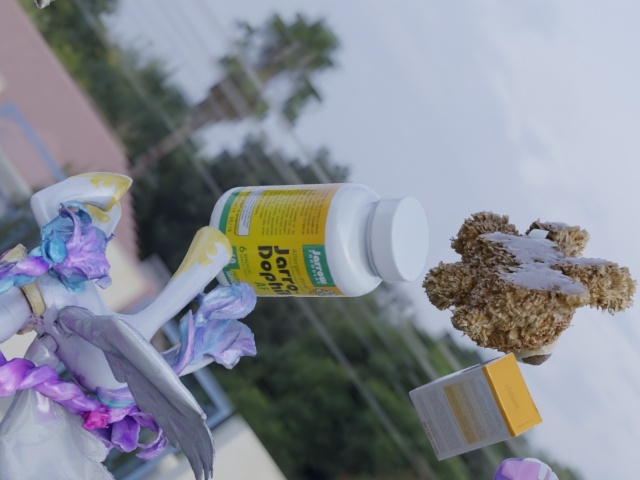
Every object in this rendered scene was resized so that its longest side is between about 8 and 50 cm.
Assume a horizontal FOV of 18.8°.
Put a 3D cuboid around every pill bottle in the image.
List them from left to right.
[{"bbox_3d":[0.000,0.000,1.980,0.208,0.117,0.117,-1,-40,28],"label":"pill bottle"}]

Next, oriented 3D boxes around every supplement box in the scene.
[{"bbox_3d":[0.124,0.133,1.548,0.098,0.036,0.062,-24,-91,49],"label":"supplement box"}]

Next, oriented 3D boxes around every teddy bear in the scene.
[{"bbox_3d":[0.241,0.055,2.291,0.338,0.245,0.113,-124,-143,-66],"label":"teddy bear"}]

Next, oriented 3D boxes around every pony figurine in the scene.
[{"bbox_3d":[-0.213,0.105,1.800,0.351,0.303,0.363,49,39,5],"label":"pony figurine"}]

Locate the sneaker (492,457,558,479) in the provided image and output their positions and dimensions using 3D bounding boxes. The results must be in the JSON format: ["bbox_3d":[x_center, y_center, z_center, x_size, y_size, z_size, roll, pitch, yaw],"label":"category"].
[{"bbox_3d":[0.184,0.300,1.891,0.104,0.095,0.236,13,-41,27],"label":"sneaker"}]

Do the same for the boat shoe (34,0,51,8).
[{"bbox_3d":[-0.200,-0.218,1.494,0.170,0.059,0.063,-153,-136,-78],"label":"boat shoe"}]
